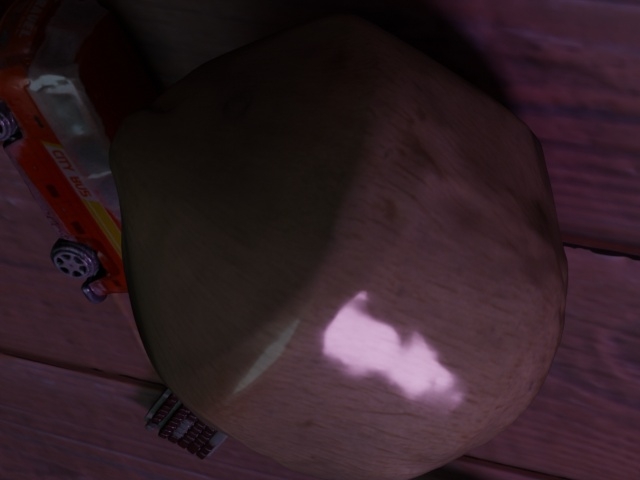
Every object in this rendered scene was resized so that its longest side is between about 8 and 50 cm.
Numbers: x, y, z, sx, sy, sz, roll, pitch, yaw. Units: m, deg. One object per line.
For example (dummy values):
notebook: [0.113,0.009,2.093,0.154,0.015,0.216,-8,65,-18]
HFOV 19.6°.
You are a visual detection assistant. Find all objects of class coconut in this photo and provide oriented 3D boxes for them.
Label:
coconut: [0.000,0.000,0.832,0.224,0.224,0.224,20,144,15]

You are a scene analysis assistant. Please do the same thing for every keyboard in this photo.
keyboard: [-0.066,0.093,1.153,0.055,0.017,0.166,34,145,-4]

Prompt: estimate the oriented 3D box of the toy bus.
toy bus: [-0.118,-0.051,0.964,0.077,0.079,0.174,-2,134,26]
